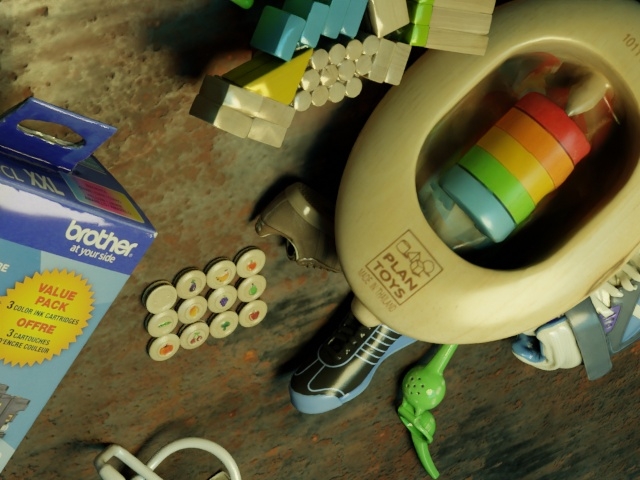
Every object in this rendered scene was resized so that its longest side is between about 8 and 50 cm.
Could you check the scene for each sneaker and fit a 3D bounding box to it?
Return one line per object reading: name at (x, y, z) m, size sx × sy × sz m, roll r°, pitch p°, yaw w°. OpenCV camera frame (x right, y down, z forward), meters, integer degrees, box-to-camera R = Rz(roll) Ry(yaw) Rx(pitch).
sneaker at (0.000, 0.000, 1.732) m, size 0.071 × 0.066 × 0.188 m, roll -35°, pitch 136°, yaw 16°
sneaker at (0.353, 0.050, 1.957) m, size 0.236 × 0.130 × 0.323 m, roll -16°, pitch 150°, yaw -26°
sneaker at (0.051, 0.104, 1.839) m, size 0.232 × 0.081 × 0.090 m, roll -37°, pitch 136°, yaw -18°

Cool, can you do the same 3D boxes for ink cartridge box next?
ink cartridge box at (-0.337, 0.030, 1.414) m, size 0.270 × 0.151 × 0.395 m, roll 19°, pitch 109°, yaw -46°

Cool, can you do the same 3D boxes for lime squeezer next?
lime squeezer at (0.138, 0.203, 2.019) m, size 0.110 × 0.059 × 0.310 m, roll -42°, pitch 149°, yaw -51°

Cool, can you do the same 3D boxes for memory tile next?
memory tile at (-0.123, 0.069, 1.716) m, size 0.148 × 0.012 × 0.113 m, roll -20°, pitch 134°, yaw -24°

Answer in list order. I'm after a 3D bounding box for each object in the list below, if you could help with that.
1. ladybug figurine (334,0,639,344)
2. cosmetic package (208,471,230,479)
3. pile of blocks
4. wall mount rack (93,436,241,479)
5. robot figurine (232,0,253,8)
ladybug figurine at (0.198, -0.072, 1.685) m, size 0.449 × 0.305 × 0.162 m, roll -40°, pitch 180°, yaw -6°
cosmetic package at (-0.095, 0.435, 1.957) m, size 0.153 × 0.129 × 0.296 m, roll -35°, pitch 139°, yaw -7°
pile of blocks at (0.011, -0.211, 1.527) m, size 0.362 × 0.112 × 0.149 m, roll -27°, pitch 123°, yaw -29°
wall mount rack at (-0.186, 0.404, 1.750) m, size 0.350 × 0.304 × 0.130 m, roll -51°, pitch 180°, yaw 8°
robot figurine at (-0.065, -0.259, 1.446) m, size 0.115 × 0.067 × 0.101 m, roll -2°, pitch 130°, yaw -37°
